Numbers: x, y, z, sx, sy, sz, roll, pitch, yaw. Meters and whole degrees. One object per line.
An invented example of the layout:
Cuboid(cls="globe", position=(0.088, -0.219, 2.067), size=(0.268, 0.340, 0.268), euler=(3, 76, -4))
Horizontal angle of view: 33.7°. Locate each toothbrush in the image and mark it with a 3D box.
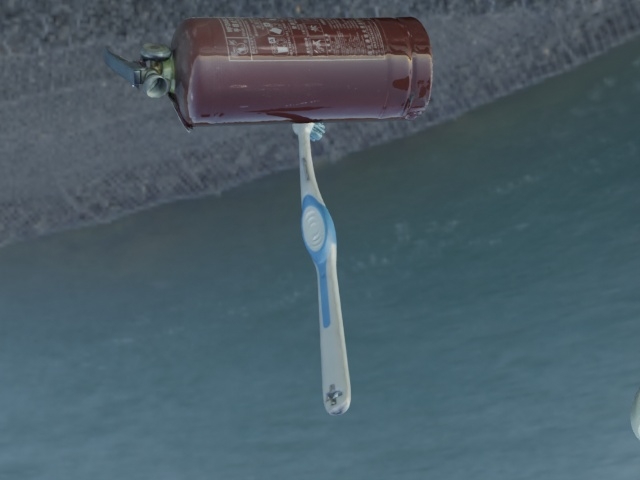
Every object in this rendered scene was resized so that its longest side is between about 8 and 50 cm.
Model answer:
Cuboid(cls="toothbrush", position=(-0.003, -0.002, 1.096), size=(0.040, 0.386, 0.040), euler=(-4, 148, -2))

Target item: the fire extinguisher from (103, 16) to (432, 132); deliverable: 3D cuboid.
Cuboid(cls="fire extinguisher", position=(-0.046, -0.146, 0.912), size=(0.269, 0.104, 0.105), euler=(-4, 151, -16))

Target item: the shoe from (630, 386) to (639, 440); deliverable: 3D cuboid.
Cuboid(cls="shoe", position=(0.601, 0.163, 1.500), size=(0.363, 0.132, 0.160), euler=(-44, -179, -12))
